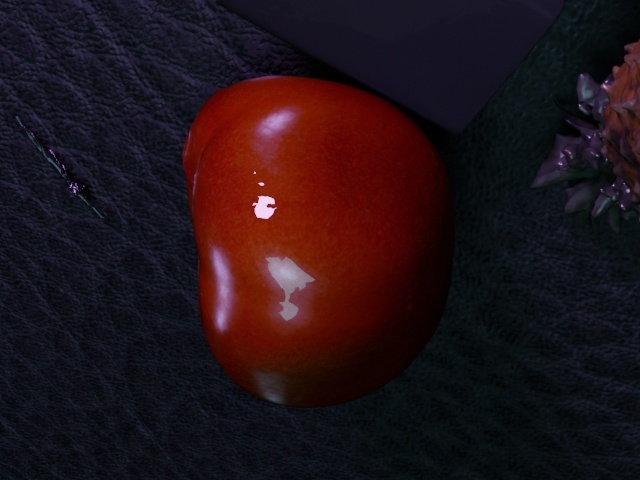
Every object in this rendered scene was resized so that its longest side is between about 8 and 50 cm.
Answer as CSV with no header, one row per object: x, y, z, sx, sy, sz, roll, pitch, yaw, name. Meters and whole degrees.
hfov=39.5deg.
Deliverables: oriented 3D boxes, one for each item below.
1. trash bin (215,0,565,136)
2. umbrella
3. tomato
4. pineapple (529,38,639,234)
0.060,-0.210,0.714,0.225,0.115,0.165,31,127,-9,trash bin
-0.284,-0.076,0.979,0.149,0.022,0.022,49,148,-10,umbrella
0.000,0.000,0.778,0.226,0.298,0.298,-5,127,-12,tomato
0.262,-0.075,0.665,0.169,0.169,0.340,24,172,1,pineapple
